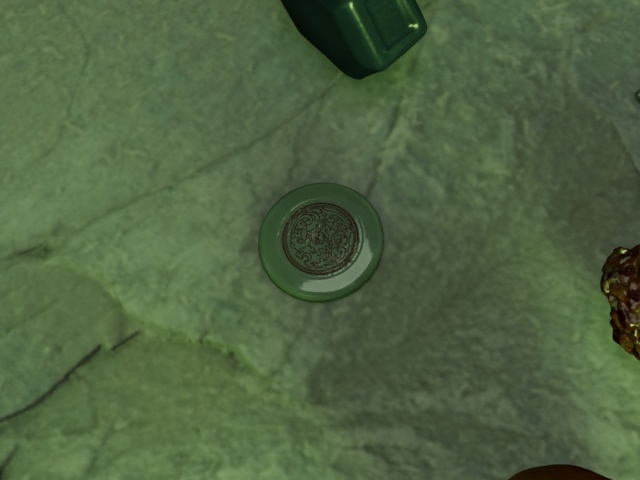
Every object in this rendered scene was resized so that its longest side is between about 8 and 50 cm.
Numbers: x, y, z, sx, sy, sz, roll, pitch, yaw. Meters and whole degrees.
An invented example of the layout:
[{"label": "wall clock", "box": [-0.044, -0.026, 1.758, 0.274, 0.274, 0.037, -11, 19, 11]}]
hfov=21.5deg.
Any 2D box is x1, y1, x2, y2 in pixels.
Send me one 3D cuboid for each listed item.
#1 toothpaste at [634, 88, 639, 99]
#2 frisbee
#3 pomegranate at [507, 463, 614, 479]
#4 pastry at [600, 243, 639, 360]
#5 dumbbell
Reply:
[{"label": "toothpaste", "box": [0.349, -0.091, 1.415, 0.056, 0.036, 0.205, -33, 43, -11]}, {"label": "frisbee", "box": [0.000, 0.000, 1.457, 0.110, 0.014, 0.110, -2, 68, 5]}, {"label": "pomegranate", "box": [0.184, 0.261, 1.243, 0.191, 0.191, 0.191, -2, 68, 5]}, {"label": "pastry", "box": [0.331, 0.043, 1.358, 0.208, 0.097, 0.115, -11, 49, 0]}, {"label": "dumbbell", "box": [0.109, -0.287, 1.492, 0.316, 0.143, 0.156, -40, 69, -11]}]
